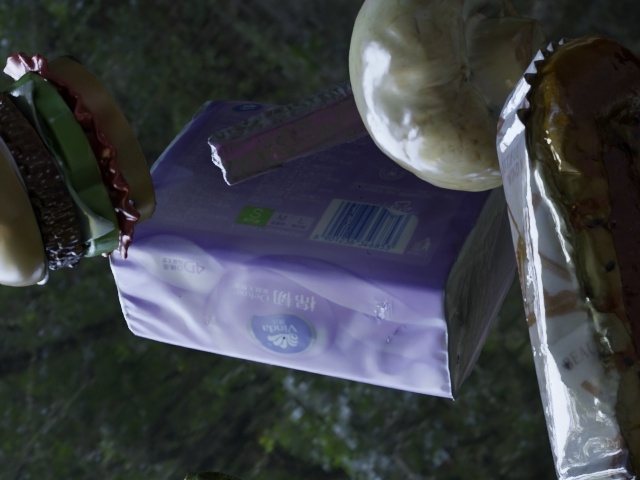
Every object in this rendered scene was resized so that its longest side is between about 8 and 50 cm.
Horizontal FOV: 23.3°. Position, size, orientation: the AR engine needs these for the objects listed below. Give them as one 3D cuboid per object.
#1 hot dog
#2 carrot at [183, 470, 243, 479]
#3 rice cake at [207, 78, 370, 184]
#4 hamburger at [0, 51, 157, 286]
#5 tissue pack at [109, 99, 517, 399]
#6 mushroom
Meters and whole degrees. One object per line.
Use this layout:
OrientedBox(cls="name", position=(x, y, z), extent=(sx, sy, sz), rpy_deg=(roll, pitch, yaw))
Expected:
OrientedBox(cls="hot dog", position=(0.141, 0.031, 0.706), extent=(0.131, 0.069, 0.253), rpy_deg=(6, -109, -44))
OrientedBox(cls="carrot", position=(0.035, 0.296, 1.342), extent=(0.358, 0.074, 0.074), rpy_deg=(31, -147, 8))
OrientedBox(cls="rice cake", position=(0.011, -0.101, 1.221), extent=(0.036, 0.206, 0.047), rpy_deg=(-112, 1, -46))
OrientedBox(cls="hamburger", position=(-0.214, -0.046, 1.128), extent=(0.137, 0.175, 0.175), rpy_deg=(-29, -108, -22))
OrientedBox(cls="tissue pack", position=(0.000, 0.000, 1.450), extent=(0.338, 0.160, 0.242), rpy_deg=(9, -140, 23))
OrientedBox(cls="mushroom", position=(0.078, -0.098, 0.922), extent=(0.148, 0.112, 0.148), rpy_deg=(-2, -90, -66))
